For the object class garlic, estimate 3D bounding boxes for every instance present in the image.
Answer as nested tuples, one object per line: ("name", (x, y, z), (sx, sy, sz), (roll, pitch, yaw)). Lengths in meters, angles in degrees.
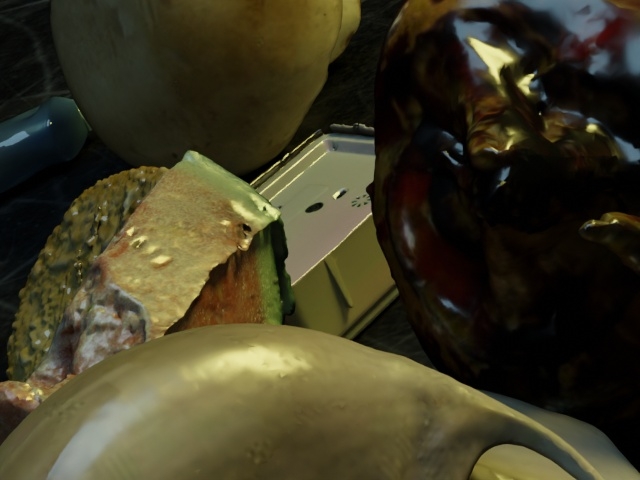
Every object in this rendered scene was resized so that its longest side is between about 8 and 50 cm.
("garlic", (0.005, 0.136, 0.615), (0.340, 0.231, 0.246), (-23, 39, -1))

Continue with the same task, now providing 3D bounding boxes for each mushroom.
("mushroom", (-0.075, -0.205, 1.262), (0.292, 0.292, 0.290), (4, 16, 42))

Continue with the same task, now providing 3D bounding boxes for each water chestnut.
("water chestnut", (0.153, -0.033, 0.764), (0.289, 0.289, 0.244), (-32, -12, -15))

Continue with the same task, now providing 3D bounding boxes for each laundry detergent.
("laundry detergent", (-0.306, -0.085, 1.433), (0.206, 0.061, 0.096), (-27, 20, -8))

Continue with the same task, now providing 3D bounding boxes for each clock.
("clock", (0.000, 0.000, 1.033), (0.147, 0.071, 0.192), (9, 42, 46))

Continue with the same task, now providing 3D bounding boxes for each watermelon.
("watermelon", (-0.097, 0.094, 0.805), (0.148, 0.226, 0.318), (23, 71, 13))

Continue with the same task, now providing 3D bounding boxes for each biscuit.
("biscuit", (-0.150, 0.044, 1.019), (0.220, 0.033, 0.220), (-28, 49, 37))
